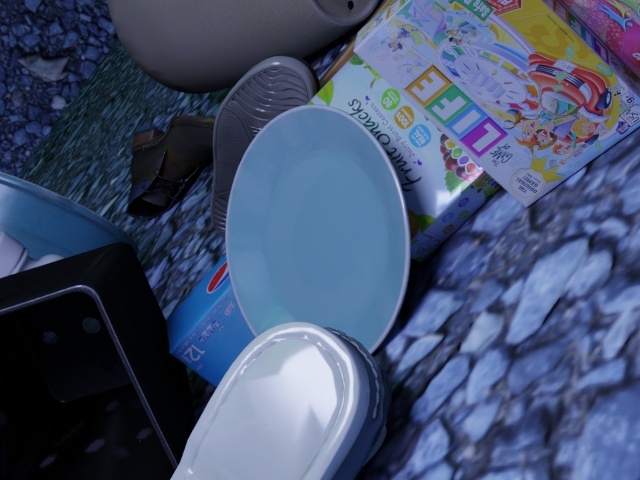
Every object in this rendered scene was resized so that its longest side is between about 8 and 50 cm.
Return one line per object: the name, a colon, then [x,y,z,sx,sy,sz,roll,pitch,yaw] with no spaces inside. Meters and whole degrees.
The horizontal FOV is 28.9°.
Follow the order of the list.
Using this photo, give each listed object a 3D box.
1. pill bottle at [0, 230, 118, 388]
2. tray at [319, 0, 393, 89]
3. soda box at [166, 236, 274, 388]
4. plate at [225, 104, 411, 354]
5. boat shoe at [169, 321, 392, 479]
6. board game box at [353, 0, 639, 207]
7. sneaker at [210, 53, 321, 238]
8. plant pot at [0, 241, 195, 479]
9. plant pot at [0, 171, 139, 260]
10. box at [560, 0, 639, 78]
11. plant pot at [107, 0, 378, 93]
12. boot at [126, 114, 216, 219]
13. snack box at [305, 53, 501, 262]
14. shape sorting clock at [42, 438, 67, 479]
pill bottle: [-0.230,0.081,1.103,0.108,0.193,0.108,-43,20,20]
tray: [0.173,-0.250,1.011,0.411,0.076,0.203,-51,19,-1]
soda box: [-0.027,0.018,0.963,0.210,0.067,0.071,-47,19,7]
plate: [0.000,0.000,0.863,0.188,0.024,0.188,3,95,48]
boat shoe: [-0.064,0.190,0.736,0.319,0.116,0.099,-55,-25,7]
board game box: [0.111,-0.101,0.744,0.103,0.154,0.026,-39,23,32]
sneaker: [-0.040,-0.104,1.107,0.118,0.083,0.222,-62,-3,-41]
plant pot: [-0.200,0.104,0.956,0.188,0.187,0.167,-17,20,13]
plant pot: [-0.371,0.079,1.352,0.271,0.271,0.255,-10,57,62]
box: [0.253,-0.260,0.741,0.154,0.142,0.300,-19,35,56]
plant pot: [-0.066,-0.300,1.430,0.274,0.256,0.256,6,57,48]
boot: [-0.168,-0.085,1.500,0.219,0.082,0.106,-9,66,56]
snack box: [0.059,-0.070,0.863,0.100,0.037,0.141,-46,59,16]
shape sorting clock: [-0.267,0.244,1.075,0.206,0.040,0.206,-53,7,10]
